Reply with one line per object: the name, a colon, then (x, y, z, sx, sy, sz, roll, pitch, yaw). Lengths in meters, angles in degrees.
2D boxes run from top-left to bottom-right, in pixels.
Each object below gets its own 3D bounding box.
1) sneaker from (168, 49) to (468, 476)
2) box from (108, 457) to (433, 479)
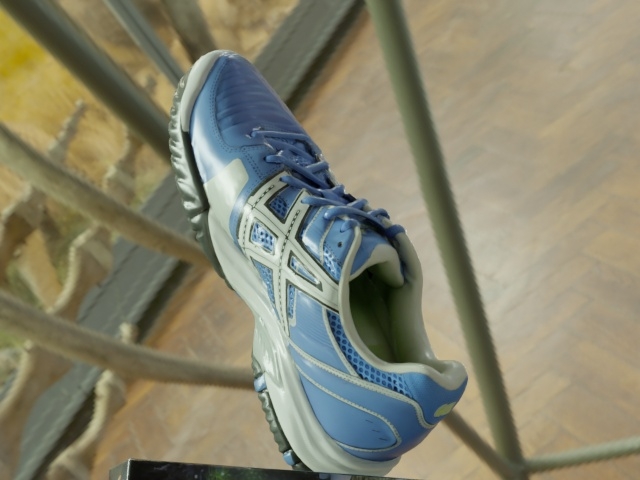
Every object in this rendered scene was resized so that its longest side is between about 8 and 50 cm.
sneaker: (0.000, 0.000, 0.499, 0.080, 0.211, 0.081, -7, -24, -48)
box: (-0.003, 0.201, 0.396, 0.044, 0.159, 0.233, 143, 132, -65)
